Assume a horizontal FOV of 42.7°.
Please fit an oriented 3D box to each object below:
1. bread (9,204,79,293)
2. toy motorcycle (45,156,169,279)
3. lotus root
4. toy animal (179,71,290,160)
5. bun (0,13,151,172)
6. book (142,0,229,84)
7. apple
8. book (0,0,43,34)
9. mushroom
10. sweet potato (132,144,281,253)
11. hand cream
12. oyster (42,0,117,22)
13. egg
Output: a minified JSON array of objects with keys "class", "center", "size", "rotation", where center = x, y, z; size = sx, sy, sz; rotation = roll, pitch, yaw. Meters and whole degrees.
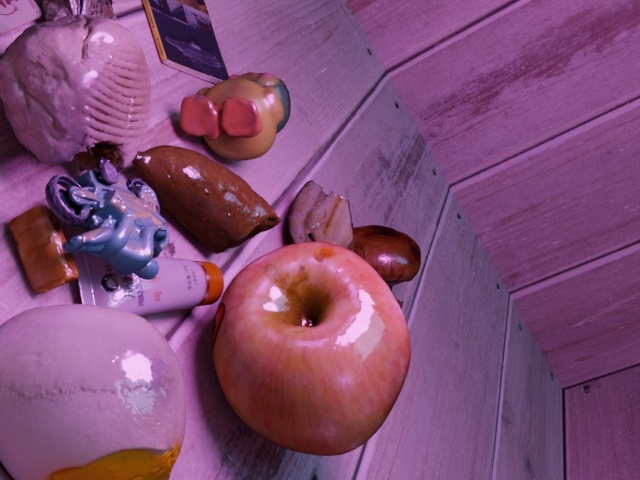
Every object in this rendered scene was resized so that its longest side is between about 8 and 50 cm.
[{"class":"bread","center":[-0.431,0.014,1.275],"size":[0.053,0.074,0.132],"rotation":[14,55,-80]},{"class":"toy motorcycle","center":[-0.340,-0.024,1.352],"size":[0.198,0.109,0.296],"rotation":[66,18,12]},{"class":"lotus root","center":[0.000,0.004,2.099],"size":[0.210,0.142,0.314],"rotation":[19,43,-7]},{"class":"toy animal","center":[-0.183,-0.290,1.932],"size":[0.338,0.216,0.191],"rotation":[-58,147,-66]},{"class":"bun","center":[-0.420,-0.250,1.368],"size":[0.281,0.204,0.282],"rotation":[16,90,-79]},{"class":"book","center":[-0.357,-0.574,2.036],"size":[0.262,0.028,0.374],"rotation":[5,63,-61]},{"class":"apple","center":[-0.013,0.216,1.577],"size":[0.346,0.391,0.391],"rotation":[78,6,-51]},{"class":"book","center":[-0.595,-0.434,1.427],"size":[0.162,0.022,0.232],"rotation":[57,26,-18]},{"class":"mushroom","center":[0.153,0.062,2.285],"size":[0.267,0.267,0.255],"rotation":[35,72,-48]},{"class":"sweet potato","center":[-0.242,-0.096,1.671],"size":[0.369,0.157,0.158],"rotation":[42,33,-32]},{"class":"hand cream","center":[-0.309,0.074,1.461],"size":[0.314,0.089,0.140],"rotation":[-3,75,-54]},{"class":"oyster","center":[-0.476,-0.451,1.603],"size":[0.268,0.112,0.198],"rotation":[-85,164,-61]},{"class":"egg","center":[-0.302,0.219,1.187],"size":[0.337,0.201,0.337],"rotation":[47,30,-37]}]
